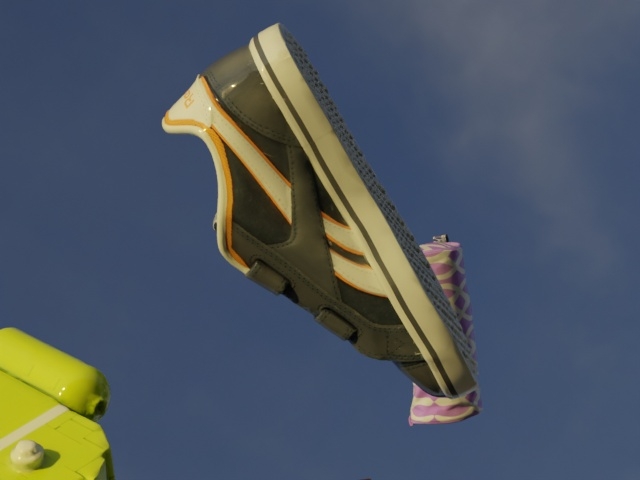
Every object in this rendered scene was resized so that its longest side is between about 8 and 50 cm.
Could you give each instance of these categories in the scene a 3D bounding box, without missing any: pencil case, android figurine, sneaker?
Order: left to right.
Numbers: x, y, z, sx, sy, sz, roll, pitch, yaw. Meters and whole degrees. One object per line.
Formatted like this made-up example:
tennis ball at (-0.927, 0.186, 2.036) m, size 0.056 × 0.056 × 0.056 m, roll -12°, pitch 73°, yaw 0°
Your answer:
android figurine at (-0.234, 0.136, 0.972) m, size 0.248 × 0.273 × 0.056 m, roll -29°, pitch -53°, yaw -38°
sneaker at (0.000, 0.000, 1.268) m, size 0.127 × 0.126 × 0.321 m, roll -30°, pitch -81°, yaw 8°
pencil case at (0.123, 0.099, 1.799) m, size 0.086 × 0.088 × 0.206 m, roll -11°, pitch -86°, yaw -62°

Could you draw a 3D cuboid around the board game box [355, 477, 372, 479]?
board game box at (0.090, 0.483, 1.983) m, size 0.056 × 0.347 × 0.208 m, roll -3°, pitch -47°, yaw -32°
